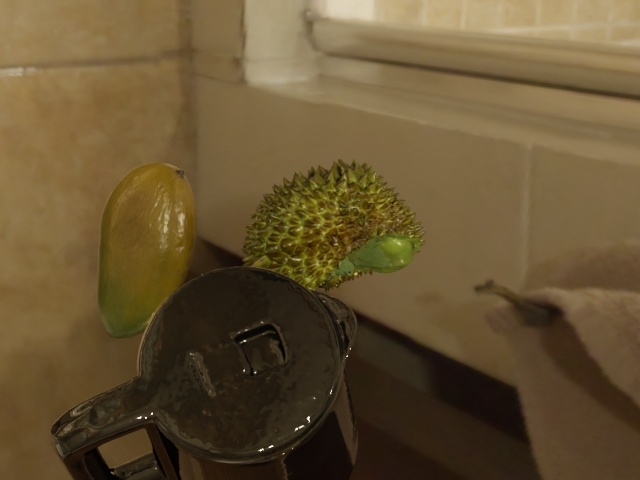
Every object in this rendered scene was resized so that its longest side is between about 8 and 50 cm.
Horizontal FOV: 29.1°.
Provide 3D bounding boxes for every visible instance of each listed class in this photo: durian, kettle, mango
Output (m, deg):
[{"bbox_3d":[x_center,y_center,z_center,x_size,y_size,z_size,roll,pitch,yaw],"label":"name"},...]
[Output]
[{"bbox_3d":[0.002,-0.003,1.596,0.237,0.176,0.200,-37,151,9],"label":"durian"},{"bbox_3d":[-0.096,0.153,1.176,0.262,0.308,0.203,5,69,4],"label":"kettle"},{"bbox_3d":[-0.227,0.016,1.611,0.091,0.137,0.237,0,95,-55],"label":"mango"}]
